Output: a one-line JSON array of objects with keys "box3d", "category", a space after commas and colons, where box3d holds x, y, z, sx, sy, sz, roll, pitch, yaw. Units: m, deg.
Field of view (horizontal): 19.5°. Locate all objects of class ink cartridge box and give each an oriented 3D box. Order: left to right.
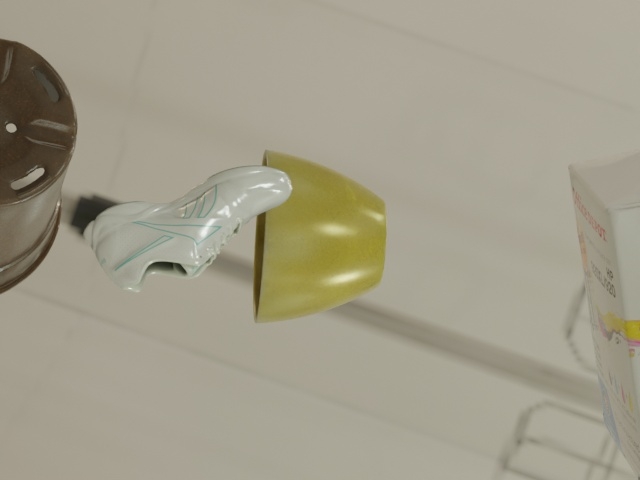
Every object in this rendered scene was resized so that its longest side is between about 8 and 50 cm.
[{"box3d": [0.301, 0.049, 1.445, 0.171, 0.168, 0.232, -103, -177, -75], "category": "ink cartridge box"}]

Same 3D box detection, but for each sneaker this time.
[{"box3d": [-0.085, -0.006, 1.291, 0.152, 0.061, 0.053, -21, 156, -19], "category": "sneaker"}]

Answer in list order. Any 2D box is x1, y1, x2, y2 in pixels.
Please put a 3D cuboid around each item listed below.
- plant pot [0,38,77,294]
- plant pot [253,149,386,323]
[{"box3d": [-0.249, -0.056, 1.302, 0.167, 0.167, 0.165, -69, -169, -23], "category": "plant pot"}, {"box3d": [0.000, 0.000, 1.435, 0.134, 0.095, 0.134, -176, -90, -85], "category": "plant pot"}]
